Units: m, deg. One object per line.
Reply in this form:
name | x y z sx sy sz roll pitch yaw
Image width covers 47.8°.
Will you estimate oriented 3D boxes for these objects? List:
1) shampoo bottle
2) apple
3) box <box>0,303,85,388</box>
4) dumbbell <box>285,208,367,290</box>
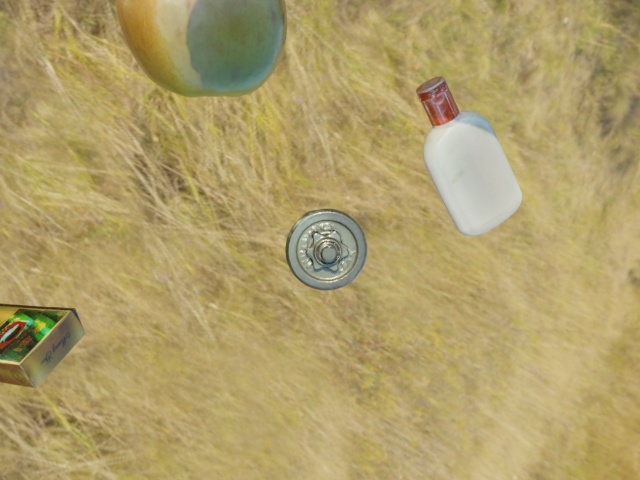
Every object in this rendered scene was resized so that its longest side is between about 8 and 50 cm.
shampoo bottle | 0.192 -0.116 0.975 0.108 0.051 0.221 -33 114 -4
apple | -0.235 -0.438 1.463 0.338 0.338 0.305 -32 116 -44
box | -0.601 0.201 1.415 0.159 0.240 0.071 -55 136 -47
dumbbell | 0.000 0.000 1.045 0.254 0.110 0.110 -123 -123 -80
